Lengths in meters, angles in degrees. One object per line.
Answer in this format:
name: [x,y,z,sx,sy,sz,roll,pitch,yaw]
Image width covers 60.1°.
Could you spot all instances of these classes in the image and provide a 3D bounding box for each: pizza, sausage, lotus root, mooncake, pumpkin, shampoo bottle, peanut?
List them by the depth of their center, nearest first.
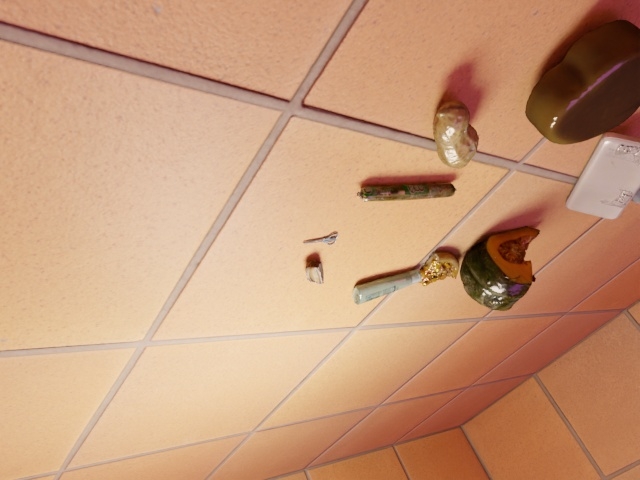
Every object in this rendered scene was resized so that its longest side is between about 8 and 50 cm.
peanut: [0.249,-0.195,1.017,0.080,0.080,0.174,-30,149,4]
mooncake: [0.515,-0.290,1.043,0.234,0.117,0.235,-21,150,-13]
sausage: [0.185,-0.100,1.150,0.269,0.033,0.033,-6,142,-31]
lotus root: [-0.013,0.069,1.248,0.037,0.030,0.083,1,147,10]
shampoo bottle: [0.177,0.118,1.452,0.190,0.041,0.069,-16,141,-19]
pizza: [0.318,0.083,1.511,0.131,0.041,0.178,-27,149,3]
pumpkin: [0.528,0.080,1.522,0.280,0.190,0.139,-10,144,-27]

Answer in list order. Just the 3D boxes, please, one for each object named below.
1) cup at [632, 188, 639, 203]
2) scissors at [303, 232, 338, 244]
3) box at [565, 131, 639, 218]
cup: [0.869,-0.177,1.500,0.129,0.095,0.128,13,130,-45]
scissors: [0.000,0.000,1.180,0.083,0.006,0.036,-7,141,-29]
box: [0.743,-0.157,1.416,0.142,0.044,0.285,15,148,11]
